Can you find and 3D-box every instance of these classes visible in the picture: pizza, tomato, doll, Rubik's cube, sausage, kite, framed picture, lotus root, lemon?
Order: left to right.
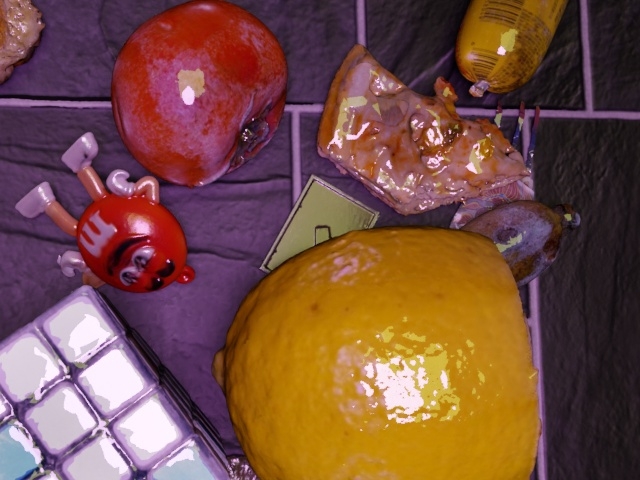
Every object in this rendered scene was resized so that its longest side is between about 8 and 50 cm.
[{"bbox_3d":[-0.274,0.221,0.860,0.256,0.253,0.259,-38,93,-11],"label":"Rubik's cube"},{"bbox_3d":[-0.252,-0.007,0.958,0.183,0.085,0.217,-39,104,25],"label":"doll"},{"bbox_3d":[-0.150,-0.180,0.940,0.188,0.232,0.232,37,80,11],"label":"tomato"},{"bbox_3d":[0.000,0.000,1.050,0.109,0.011,0.149,30,81,-5],"label":"framed picture"},{"bbox_3d":[0.051,0.154,0.884,0.364,0.364,0.364,1,85,-10],"label":"lemon"},{"bbox_3d":[0.138,-0.128,1.054,0.297,0.071,0.189,30,81,-6],"label":"pizza"},{"bbox_3d":[0.255,-0.091,1.101,0.127,0.016,0.229,11,84,-12],"label":"kite"},{"bbox_3d":[0.257,0.005,1.050,0.192,0.088,0.113,-28,114,-6],"label":"lotus root"},{"bbox_3d":[0.279,-0.345,1.072,0.123,0.123,0.347,26,81,-7],"label":"sausage"}]

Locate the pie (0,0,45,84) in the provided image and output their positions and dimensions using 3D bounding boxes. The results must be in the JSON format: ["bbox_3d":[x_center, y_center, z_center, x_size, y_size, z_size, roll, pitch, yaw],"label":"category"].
[{"bbox_3d":[-0.508,-0.289,0.951,0.308,0.085,0.308,1,84,-9],"label":"pie"}]

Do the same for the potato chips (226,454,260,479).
[{"bbox_3d":[-0.107,0.385,0.980,0.202,0.029,0.220,-28,91,-20],"label":"potato chips"}]
